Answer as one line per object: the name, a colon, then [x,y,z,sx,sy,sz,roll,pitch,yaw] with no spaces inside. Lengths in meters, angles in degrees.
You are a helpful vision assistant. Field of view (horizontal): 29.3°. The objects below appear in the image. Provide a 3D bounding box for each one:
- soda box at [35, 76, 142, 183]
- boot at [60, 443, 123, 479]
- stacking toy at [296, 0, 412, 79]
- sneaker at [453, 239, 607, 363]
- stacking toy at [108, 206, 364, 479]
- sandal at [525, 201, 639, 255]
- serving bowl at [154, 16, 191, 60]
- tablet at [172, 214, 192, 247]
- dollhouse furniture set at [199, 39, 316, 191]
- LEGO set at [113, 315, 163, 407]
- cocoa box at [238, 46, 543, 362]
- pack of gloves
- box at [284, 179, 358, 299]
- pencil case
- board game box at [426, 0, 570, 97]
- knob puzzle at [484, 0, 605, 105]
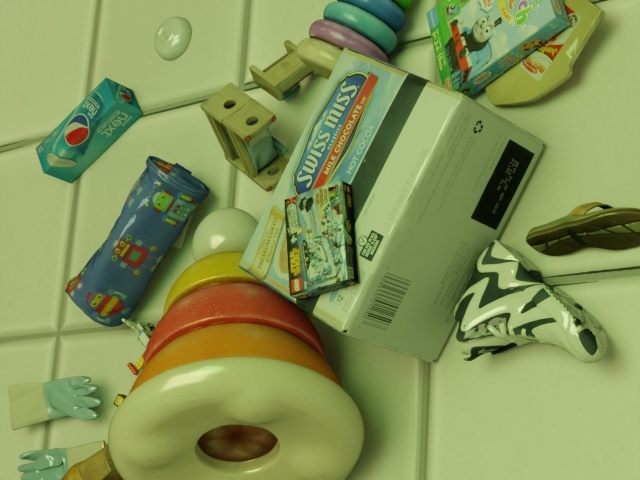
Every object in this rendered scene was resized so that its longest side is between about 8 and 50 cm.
soda box: [-0.431,-0.202,2.264,0.210,0.071,0.067,-41,54,21]
boot: [-0.351,0.495,1.969,0.211,0.104,0.295,-45,54,30]
stacking toy: [0.099,-0.394,1.870,0.141,0.141,0.330,29,90,41]
sneaker: [0.257,0.120,1.591,0.153,0.094,0.235,-54,50,13]
stacking toy: [-0.126,0.140,1.816,0.351,0.351,0.479,-34,38,26]
sandal: [0.350,-0.021,1.587,0.180,0.072,0.049,-11,47,41]
serving bowl: [-0.274,-0.371,2.223,0.083,0.027,0.083,-13,69,35]
tablet: [-0.245,-0.031,2.102,0.054,0.006,0.083,15,86,41]
dollhouse furniture set: [-0.068,-0.200,1.963,0.184,0.129,0.129,-39,49,-14]
LEGO set: [-0.251,0.205,1.998,0.244,0.060,0.182,-16,62,35]
cocoa box: [0.096,-0.048,1.682,0.228,0.231,0.347,30,96,40]
pack of gloves: [-0.446,0.338,2.131,0.232,0.046,0.195,-11,83,36]
box: [0.000,0.000,1.571,0.094,0.027,0.137,-17,66,33]
pencil case: [-0.310,0.000,2.064,0.306,0.119,0.133,-55,11,15]
board game box: [0.249,-0.317,1.747,0.211,0.039,0.160,-34,52,38]
knob puzzle: [0.301,-0.271,1.723,0.213,0.030,0.213,-21,61,45]
